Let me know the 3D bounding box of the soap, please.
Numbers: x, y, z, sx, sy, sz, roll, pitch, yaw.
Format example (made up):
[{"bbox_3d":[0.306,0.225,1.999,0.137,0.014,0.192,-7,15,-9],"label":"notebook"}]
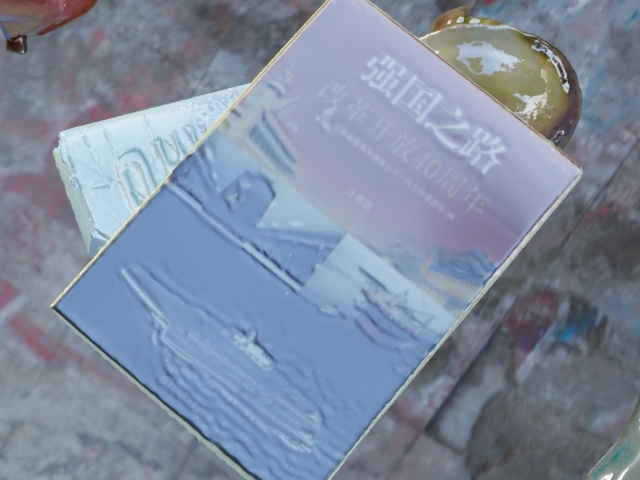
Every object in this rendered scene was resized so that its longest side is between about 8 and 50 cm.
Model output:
[{"bbox_3d":[-0.161,-0.077,1.622,0.150,0.261,0.094,67,156,14],"label":"soap"}]

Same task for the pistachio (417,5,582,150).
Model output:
[{"bbox_3d":[0.179,-0.154,1.475,0.210,0.130,0.165,38,131,-25],"label":"pistachio"}]

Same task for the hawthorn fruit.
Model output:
[{"bbox_3d":[-0.265,-0.266,1.323,0.169,0.169,0.188,3,104,20],"label":"hawthorn fruit"}]

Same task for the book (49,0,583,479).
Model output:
[{"bbox_3d":[0.000,0.000,1.175,0.262,0.028,0.374,39,79,10],"label":"book"}]

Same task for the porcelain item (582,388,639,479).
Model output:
[{"bbox_3d":[0.169,0.080,0.621,0.081,0.069,0.215,34,84,-3],"label":"porcelain item"}]
